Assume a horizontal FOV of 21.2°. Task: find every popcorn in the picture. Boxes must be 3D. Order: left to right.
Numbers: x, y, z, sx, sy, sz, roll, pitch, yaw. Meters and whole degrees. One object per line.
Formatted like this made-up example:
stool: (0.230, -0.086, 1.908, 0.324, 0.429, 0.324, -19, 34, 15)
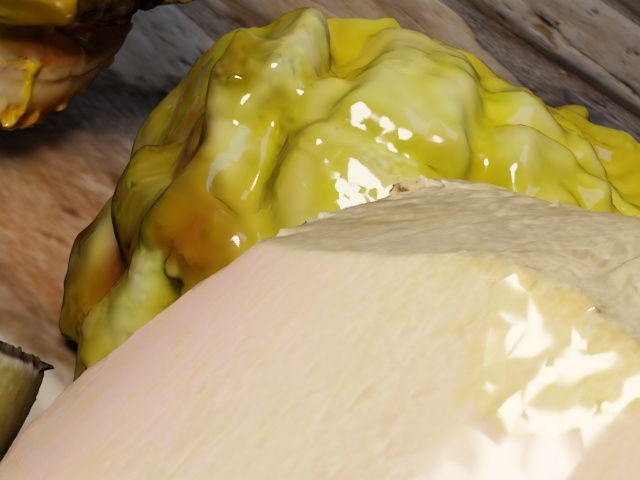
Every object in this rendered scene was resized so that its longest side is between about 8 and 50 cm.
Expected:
popcorn: (0.017, 0.023, 0.784, 0.237, 0.293, 0.293, 30, 27, -28)

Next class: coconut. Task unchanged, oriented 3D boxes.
coconut: (0.019, 0.150, 0.531, 0.297, 0.309, 0.297, 45, -9, 9)

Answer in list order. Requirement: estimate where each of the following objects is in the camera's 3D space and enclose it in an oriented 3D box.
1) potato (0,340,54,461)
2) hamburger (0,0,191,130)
potato: (-0.194, 0.082, 0.563, 0.202, 0.182, 0.117, 26, 61, -60)
hamburger: (-0.189, -0.198, 0.896, 0.291, 0.225, 0.291, 29, 34, -22)
